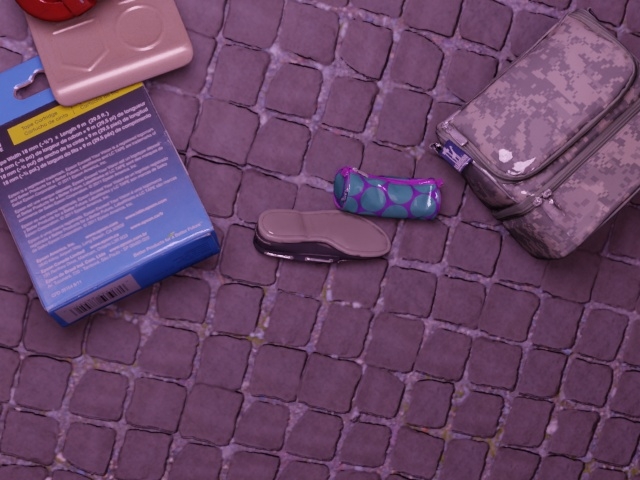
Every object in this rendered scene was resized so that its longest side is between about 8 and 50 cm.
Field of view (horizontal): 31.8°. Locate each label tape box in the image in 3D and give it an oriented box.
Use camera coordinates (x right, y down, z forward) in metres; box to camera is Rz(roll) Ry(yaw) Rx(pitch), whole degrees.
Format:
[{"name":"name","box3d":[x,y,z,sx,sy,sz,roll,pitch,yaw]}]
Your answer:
[{"name":"label tape box","box3d":[-0.311,-0.089,1.508,0.240,0.106,0.334,-26,74,-5]}]

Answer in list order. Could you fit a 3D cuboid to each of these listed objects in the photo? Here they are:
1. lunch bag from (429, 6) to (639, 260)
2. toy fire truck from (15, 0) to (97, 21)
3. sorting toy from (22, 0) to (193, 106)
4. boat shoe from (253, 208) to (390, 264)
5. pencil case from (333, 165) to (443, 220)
[{"name":"lunch bag","box3d":[0.341,-0.150,1.605,0.305,0.212,0.256,-42,90,-2]},{"name":"toy fire truck","box3d":[-0.394,-0.350,1.392,0.246,0.158,0.217,-28,118,22]},{"name":"sorting toy","box3d":[-0.290,-0.299,1.497,0.192,0.038,0.208,-21,79,-7]},{"name":"boat shoe","box3d":[0.000,0.000,1.644,0.206,0.075,0.065,7,143,-18]},{"name":"pencil case","box3d":[0.098,-0.069,1.636,0.151,0.064,0.070,6,125,-13]}]
